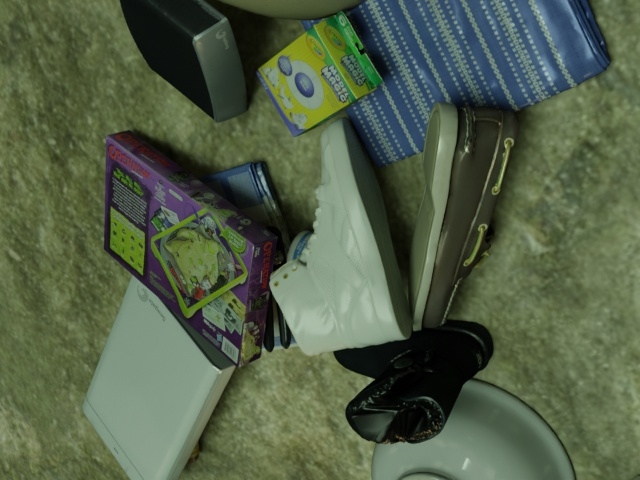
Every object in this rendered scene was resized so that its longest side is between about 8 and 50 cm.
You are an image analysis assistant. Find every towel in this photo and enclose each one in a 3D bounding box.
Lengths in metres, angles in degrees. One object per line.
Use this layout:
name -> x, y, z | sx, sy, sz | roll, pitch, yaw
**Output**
towel -> -0.115, 0.034, 1.415 | 0.209, 0.034, 0.284 | -13, 103, 35
towel -> 0.146, -0.247, 1.132 | 0.336, 0.040, 0.243 | -21, 100, 39

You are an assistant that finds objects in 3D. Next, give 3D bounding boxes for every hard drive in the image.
hard drive -> -0.174, -0.248, 1.221 | 0.172, 0.054, 0.254 | 39, 168, 11
hard drive -> -0.273, 0.239, 1.565 | 0.233, 0.047, 0.353 | 47, 129, 25

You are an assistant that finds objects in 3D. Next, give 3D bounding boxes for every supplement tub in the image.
supplement tub -> 0.015, 0.032, 1.310 | 0.107, 0.071, 0.071 | 16, 118, 26

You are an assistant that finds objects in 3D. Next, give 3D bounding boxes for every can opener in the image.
can opener -> -0.067, 0.067, 1.346 | 0.059, 0.073, 0.186 | -13, 104, -9

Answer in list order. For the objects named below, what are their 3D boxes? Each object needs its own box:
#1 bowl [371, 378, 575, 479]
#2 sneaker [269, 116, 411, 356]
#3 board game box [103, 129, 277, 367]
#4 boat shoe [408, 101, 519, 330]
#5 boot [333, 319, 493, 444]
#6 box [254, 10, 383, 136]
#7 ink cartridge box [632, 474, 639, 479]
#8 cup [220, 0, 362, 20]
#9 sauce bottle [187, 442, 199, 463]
bowl -> 0.182, 0.345, 1.306 | 0.298, 0.134, 0.297 | 14, 118, 27
sneaker -> 0.000, 0.000, 1.222 | 0.169, 0.108, 0.292 | -16, 77, 21
board game box -> -0.199, 0.005, 1.381 | 0.347, 0.056, 0.208 | 36, 135, 35
boat shoe -> 0.166, -0.017, 1.170 | 0.097, 0.116, 0.324 | 2, 125, -4
boot -> 0.081, 0.175, 1.246 | 0.247, 0.207, 0.094 | -1, 111, 33
box -> -0.002, -0.205, 1.198 | 0.179, 0.043, 0.105 | -24, 99, 54
ink cartridge box -> 0.338, 0.443, 1.165 | 0.115, 0.273, 0.198 | 39, 126, 15
cup -> -0.089, -0.399, 1.055 | 0.331, 0.237, 0.330 | 12, 113, 32
sauce bottle -> -0.227, 0.309, 1.601 | 0.042, 0.042, 0.128 | 9, 116, 29
